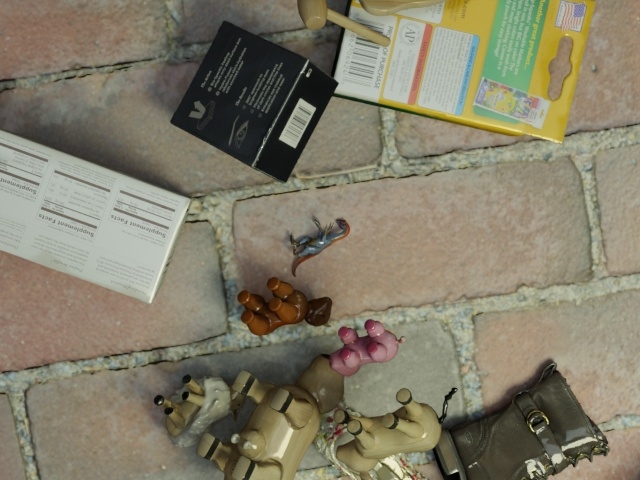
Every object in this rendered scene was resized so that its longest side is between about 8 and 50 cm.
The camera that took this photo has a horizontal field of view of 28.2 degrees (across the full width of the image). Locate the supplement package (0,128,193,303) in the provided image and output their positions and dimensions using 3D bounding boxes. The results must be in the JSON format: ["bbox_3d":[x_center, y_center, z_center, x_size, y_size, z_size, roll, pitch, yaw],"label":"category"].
[{"bbox_3d":[-0.313,-0.033,1.659,0.262,0.204,0.145,21,90,-4],"label":"supplement package"}]

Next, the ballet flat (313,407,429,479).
[{"bbox_3d":[0.083,0.316,1.769,0.241,0.077,0.091,39,90,-4],"label":"ballet flat"}]

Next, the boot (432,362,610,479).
[{"bbox_3d":[0.293,0.323,1.758,0.229,0.091,0.263,-22,77,-3],"label":"boot"}]

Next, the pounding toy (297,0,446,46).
[{"bbox_3d":[0.087,-0.357,1.647,0.270,0.155,0.154,-13,66,-11],"label":"pounding toy"}]

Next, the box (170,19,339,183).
[{"bbox_3d":[-0.087,-0.183,1.684,0.158,0.093,0.156,30,92,31],"label":"box"}]

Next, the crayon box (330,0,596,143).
[{"bbox_3d":[0.188,-0.262,1.734,0.323,0.083,0.203,13,93,-3],"label":"crayon box"}]

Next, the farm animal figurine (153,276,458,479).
[{"bbox_3d":[-0.015,0.229,1.686,0.327,0.172,0.330,-47,52,1],"label":"farm animal figurine"}]

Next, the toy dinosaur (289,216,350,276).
[{"bbox_3d":[0.000,0.000,1.773,0.082,0.047,0.090,-4,127,-12],"label":"toy dinosaur"}]
